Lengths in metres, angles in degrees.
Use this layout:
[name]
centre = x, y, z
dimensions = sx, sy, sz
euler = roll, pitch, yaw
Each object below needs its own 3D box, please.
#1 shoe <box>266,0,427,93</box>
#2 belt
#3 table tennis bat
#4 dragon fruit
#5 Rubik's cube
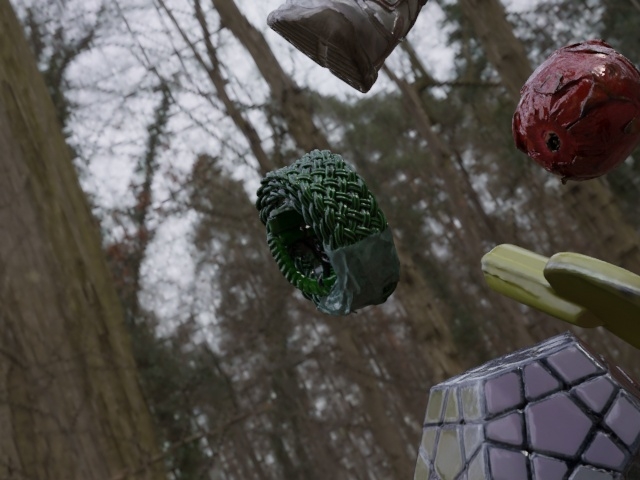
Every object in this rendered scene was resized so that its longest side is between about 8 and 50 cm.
[shoe]
centre = 0.049, -0.332, 1.590
dimensions = 0.198, 0.171, 0.351
euler = -56, 2, 9
[belt]
centre = 0.000, 0.000, 1.010
dimensions = 0.079, 0.151, 0.121
euler = -34, 8, -28
[table tennis bat]
centre = 0.269, 0.065, 1.048
dimensions = 0.224, 0.368, 0.054
euler = 36, -95, -28
[dragon fruit]
centre = 0.452, -0.223, 1.961
dimensions = 0.241, 0.241, 0.252
euler = -45, -3, 26
[Rubik's cube]
centre = 0.265, 0.259, 1.316
dimensions = 0.319, 0.264, 0.319
euler = -21, -3, -1
